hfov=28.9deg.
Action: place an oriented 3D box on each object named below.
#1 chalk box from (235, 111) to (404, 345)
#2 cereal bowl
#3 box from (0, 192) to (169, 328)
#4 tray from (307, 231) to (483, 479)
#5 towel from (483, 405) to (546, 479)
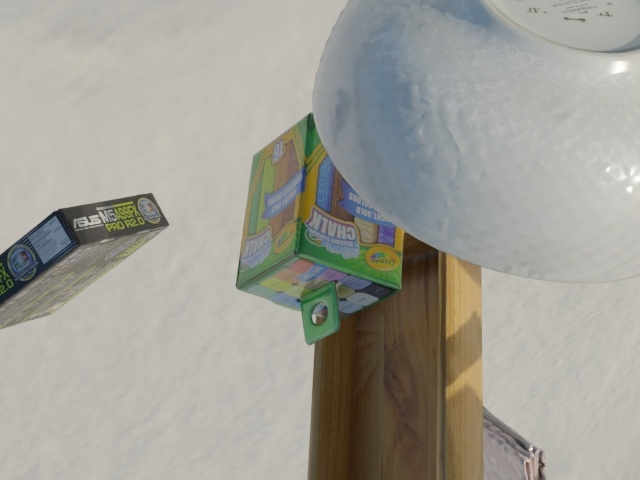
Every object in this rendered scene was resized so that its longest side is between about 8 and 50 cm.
[{"bbox_3d":[0.000,0.000,1.304,0.132,0.132,0.213,-30,47,51],"label":"chalk box"},{"bbox_3d":[0.171,-0.131,0.955,0.339,0.339,0.141,28,136,14],"label":"cereal bowl"},{"bbox_3d":[-0.372,0.036,1.728,0.270,0.216,0.060,-34,82,27],"label":"box"},{"bbox_3d":[0.085,0.187,1.398,0.203,0.076,0.410,-20,56,41],"label":"tray"},{"bbox_3d":[0.261,0.382,1.884,0.053,0.332,0.316,-23,115,-18],"label":"towel"}]
